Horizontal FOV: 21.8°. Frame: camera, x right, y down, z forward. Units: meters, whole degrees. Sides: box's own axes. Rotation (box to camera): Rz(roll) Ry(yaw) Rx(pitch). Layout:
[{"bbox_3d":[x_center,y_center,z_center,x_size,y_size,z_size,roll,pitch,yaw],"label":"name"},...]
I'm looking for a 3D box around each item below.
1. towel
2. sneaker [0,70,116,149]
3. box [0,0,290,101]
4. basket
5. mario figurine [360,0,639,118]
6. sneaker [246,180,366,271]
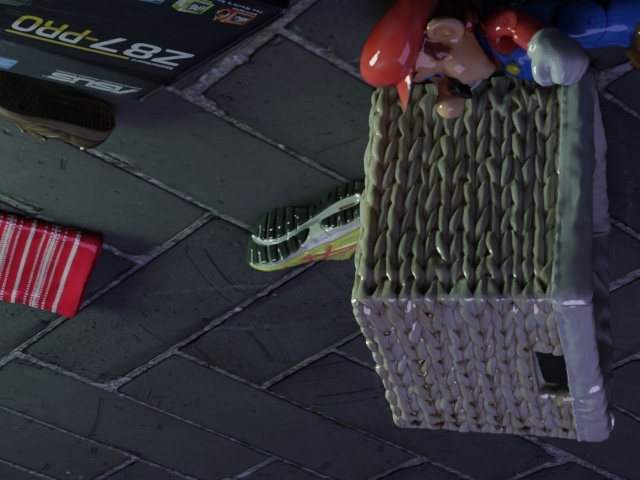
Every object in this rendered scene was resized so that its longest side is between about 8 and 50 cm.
[{"bbox_3d":[-0.441,0.023,2.232,0.274,0.031,0.199,13,144,-15],"label":"towel"},{"bbox_3d":[-0.335,-0.146,1.937,0.188,0.066,0.071,21,143,-24],"label":"sneaker"},{"bbox_3d":[-0.274,-0.258,1.623,0.395,0.097,0.318,11,163,-32],"label":"box"},{"bbox_3d":[0.200,0.025,1.922,0.266,0.331,0.328,-3,146,12],"label":"basket"},{"bbox_3d":[0.202,-0.184,1.754,0.320,0.170,0.198,-4,148,7],"label":"mario figurine"},{"bbox_3d":[0.000,0.000,2.121,0.208,0.081,0.094,-19,143,28],"label":"sneaker"}]
